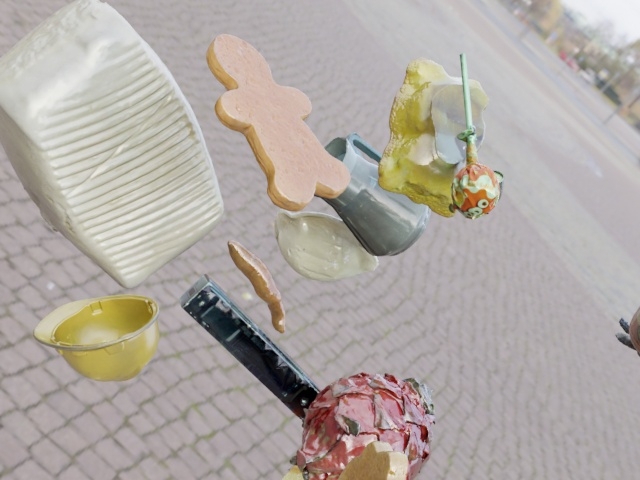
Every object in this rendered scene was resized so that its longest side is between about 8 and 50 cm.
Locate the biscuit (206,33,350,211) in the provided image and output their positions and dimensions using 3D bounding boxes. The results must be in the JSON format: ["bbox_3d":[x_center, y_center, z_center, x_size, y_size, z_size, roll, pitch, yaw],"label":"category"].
[{"bbox_3d":[-0.065,-0.148,1.170,0.165,0.036,0.250,-19,73,-53],"label":"biscuit"}]

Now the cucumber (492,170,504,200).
[{"bbox_3d":[0.402,-0.117,2.215,0.048,0.048,0.105,54,-17,32],"label":"cucumber"}]

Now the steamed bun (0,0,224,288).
[{"bbox_3d":[-0.309,-0.140,1.311,0.236,0.247,0.383,34,-22,42],"label":"steamed bun"}]

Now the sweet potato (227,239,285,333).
[{"bbox_3d":[-0.088,0.067,1.429,0.179,0.044,0.044,58,10,-25],"label":"sweet potato"}]

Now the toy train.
[{"bbox_3d":[-0.143,0.242,2.099,0.409,0.086,0.089,47,-1,-22],"label":"toy train"}]

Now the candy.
[{"bbox_3d":[0.150,-0.109,0.956,0.049,0.056,0.184,13,65,-37],"label":"candy"}]

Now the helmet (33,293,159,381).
[{"bbox_3d":[-0.421,0.210,1.866,0.205,0.257,0.140,-54,135,-56],"label":"helmet"}]

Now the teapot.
[{"bbox_3d":[0.091,-0.098,1.833,0.225,0.171,0.203,36,47,-26],"label":"teapot"}]

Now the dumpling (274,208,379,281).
[{"bbox_3d":[0.000,0.000,2.002,0.252,0.131,0.179,16,-39,29],"label":"dumpling"}]

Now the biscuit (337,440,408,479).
[{"bbox_3d":[0.043,0.311,0.920,0.036,0.166,0.225,17,62,-22],"label":"biscuit"}]

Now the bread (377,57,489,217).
[{"bbox_3d":[0.185,-0.166,1.476,0.161,0.088,0.233,22,71,-34],"label":"bread"}]

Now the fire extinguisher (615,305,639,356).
[{"bbox_3d":[0.645,0.151,1.668,0.200,0.113,0.376,57,-17,26],"label":"fire extinguisher"}]

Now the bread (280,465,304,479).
[{"bbox_3d":[0.003,0.565,2.168,0.178,0.142,0.266,43,54,9],"label":"bread"}]

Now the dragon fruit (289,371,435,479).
[{"bbox_3d":[0.076,0.358,1.742,0.299,0.244,0.244,-15,53,-31],"label":"dragon fruit"}]
